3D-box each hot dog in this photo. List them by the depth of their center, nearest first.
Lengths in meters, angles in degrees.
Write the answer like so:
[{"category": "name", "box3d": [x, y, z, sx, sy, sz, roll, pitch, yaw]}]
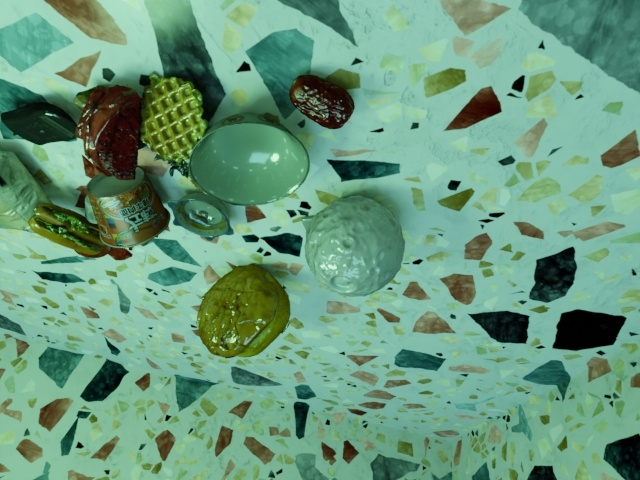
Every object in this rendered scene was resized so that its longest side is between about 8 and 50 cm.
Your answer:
[{"category": "hot dog", "box3d": [-0.936, -0.040, 1.706, 0.100, 0.135, 0.337, 20, 168, 25]}]

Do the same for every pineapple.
[{"category": "pineapple", "box3d": [-0.422, -0.240, 1.465, 0.237, 0.111, 0.119, 28, 112, -12]}]

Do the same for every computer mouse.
[{"category": "computer mouse", "box3d": [-0.860, -0.369, 1.413, 0.263, 0.088, 0.147, -6, 155, 19]}]

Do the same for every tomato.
[{"category": "tomato", "box3d": [-0.977, 0.016, 1.910, 0.166, 0.082, 0.174, 15, 143, -4]}]

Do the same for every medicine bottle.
[{"category": "medicine bottle", "box3d": [-0.837, -0.132, 1.700, 0.079, 0.079, 0.140, 21, 140, -13]}]

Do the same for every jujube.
[{"category": "jujube", "box3d": [0.002, -0.369, 1.205, 0.176, 0.109, 0.112, 26, 105, -14]}]

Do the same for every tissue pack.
[{"category": "tissue pack", "box3d": [-1.185, -0.184, 1.642, 0.375, 0.195, 0.390, 8, 143, 23]}]

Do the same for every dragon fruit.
[{"category": "dragon fruit", "box3d": [-0.642, -0.324, 1.311, 0.205, 0.152, 0.317, 44, 138, 17]}]

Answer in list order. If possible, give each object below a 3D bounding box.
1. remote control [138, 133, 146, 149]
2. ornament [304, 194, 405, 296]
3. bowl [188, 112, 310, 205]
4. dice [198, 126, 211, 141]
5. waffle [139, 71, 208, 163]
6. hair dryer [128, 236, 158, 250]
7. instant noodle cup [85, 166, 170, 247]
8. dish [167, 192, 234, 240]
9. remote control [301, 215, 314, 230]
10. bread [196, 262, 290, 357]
[{"category": "remote control", "box3d": [-0.519, -0.341, 1.405, 0.221, 0.042, 0.072, -19, 130, 32]}, {"category": "ornament", "box3d": [0.111, 0.030, 1.505, 0.336, 0.337, 0.337, 6, 141, 5]}, {"category": "bowl", "box3d": [-0.204, -0.262, 1.318, 0.336, 0.158, 0.337, -5, 147, -4]}, {"category": "dice", "box3d": [-0.377, -0.298, 1.386, 0.094, 0.091, 0.093, 32, 136, -24]}, {"category": "waffle", "box3d": [-0.422, -0.346, 1.293, 0.243, 0.058, 0.238, 26, 114, 14]}, {"category": "hair dryer", "box3d": [-0.755, -0.014, 1.849, 0.195, 0.078, 0.248, 17, 150, -9]}, {"category": "instant noodle cup", "box3d": [-0.664, -0.126, 1.560, 0.250, 0.250, 0.192, 2, 131, 10]}, {"category": "dish", "box3d": [-0.425, -0.104, 1.639, 0.227, 0.086, 0.236, -17, 134, 31]}, {"category": "remote control", "box3d": [0.000, 0.000, 1.719, 0.067, 0.029, 0.261, -6, 136, 20]}, {"category": "bread", "box3d": [-0.321, 0.294, 1.872, 0.397, 0.399, 0.215, -15, 147, 28]}]
